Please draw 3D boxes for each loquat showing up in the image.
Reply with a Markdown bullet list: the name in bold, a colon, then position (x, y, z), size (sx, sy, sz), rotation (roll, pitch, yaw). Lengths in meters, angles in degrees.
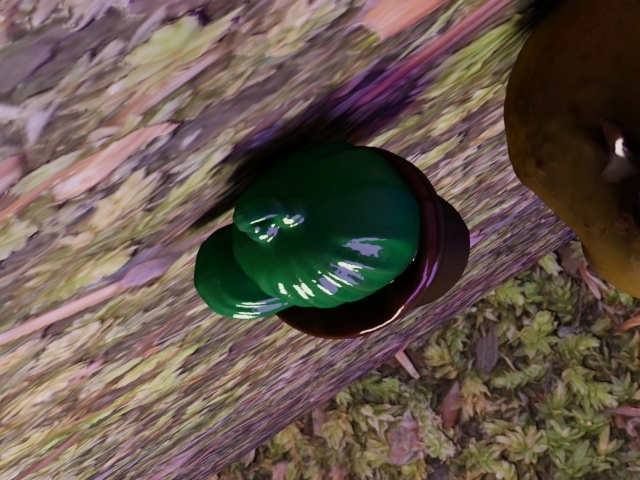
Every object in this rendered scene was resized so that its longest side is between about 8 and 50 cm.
- **loquat**: position (0.205, -0.061, 0.985), size (0.213, 0.213, 0.213), rotation (-33, 172, -5)

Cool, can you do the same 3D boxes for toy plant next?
- **toy plant**: position (0.000, 0.000, 0.941), size (0.143, 0.105, 0.200), rotation (-23, 161, 31)
